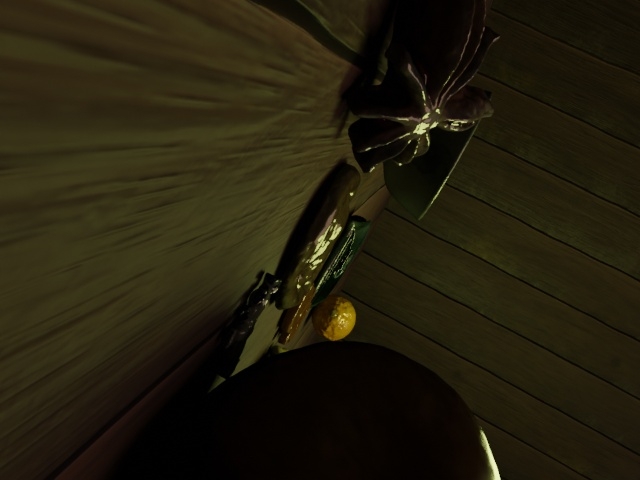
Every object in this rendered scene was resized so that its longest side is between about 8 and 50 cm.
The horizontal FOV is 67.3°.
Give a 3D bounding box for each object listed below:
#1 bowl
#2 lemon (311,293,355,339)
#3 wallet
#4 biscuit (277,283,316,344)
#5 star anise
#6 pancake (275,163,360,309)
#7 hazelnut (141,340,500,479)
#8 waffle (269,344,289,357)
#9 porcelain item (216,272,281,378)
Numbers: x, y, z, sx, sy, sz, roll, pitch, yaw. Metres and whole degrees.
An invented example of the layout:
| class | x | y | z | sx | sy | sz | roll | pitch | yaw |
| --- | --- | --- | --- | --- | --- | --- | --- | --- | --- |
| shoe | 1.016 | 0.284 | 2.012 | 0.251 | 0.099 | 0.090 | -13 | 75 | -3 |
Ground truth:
| class | x | y | z | sx | sy | sz | roll | pitch | yaw |
| --- | --- | --- | --- | --- | --- | --- | --- | --- | --- |
| bowl | 0.208 | -0.199 | 0.981 | 0.289 | 0.146 | 0.289 | -61 | 175 | -10 |
| lemon | 0.040 | 0.240 | 1.510 | 0.142 | 0.142 | 0.187 | -59 | 168 | -17 |
| wallet | 0.035 | 0.052 | 1.109 | 0.235 | 0.055 | 0.160 | -62 | 166 | 12 |
| biscuit | -0.049 | 0.145 | 0.958 | 0.133 | 0.027 | 0.184 | -59 | 171 | -9 |
| star anise | 0.106 | -0.165 | 0.535 | 0.198 | 0.110 | 0.257 | -38 | 159 | 7 |
| pancake | 0.001 | 0.001 | 0.699 | 0.236 | 0.042 | 0.222 | -63 | 175 | 20 |
| hazelnut | 0.004 | 0.311 | 0.529 | 0.410 | 0.359 | 0.359 | -11 | 141 | -32 |
| waffle | -0.020 | 0.367 | 0.991 | 0.062 | 0.329 | 0.329 | -26 | 157 | -23 |
| porcelain item | -0.088 | 0.100 | 0.526 | 0.136 | 0.021 | 0.075 | -62 | 173 | 9 |
